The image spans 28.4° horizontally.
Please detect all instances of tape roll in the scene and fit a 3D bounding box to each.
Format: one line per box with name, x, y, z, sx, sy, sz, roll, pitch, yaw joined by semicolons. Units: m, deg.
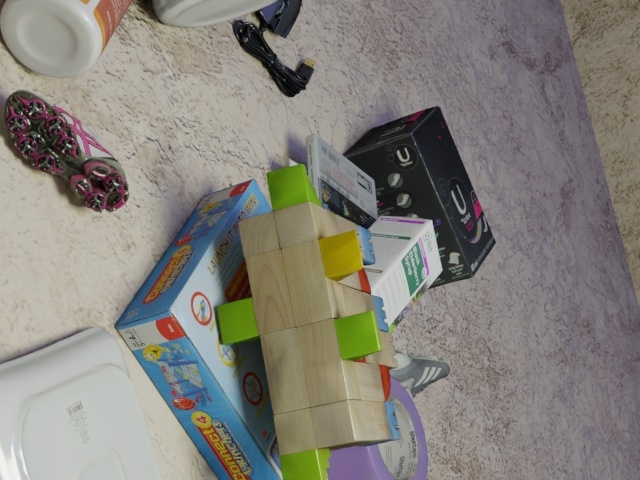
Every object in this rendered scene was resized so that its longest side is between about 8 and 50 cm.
tape roll;0.080;0.300;1.871;0.189;0.080;0.189;37;43;-47

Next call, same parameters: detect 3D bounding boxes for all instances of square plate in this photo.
square plate;-0.236;0.274;1.290;0.347;0.049;0.344;-20;95;-73

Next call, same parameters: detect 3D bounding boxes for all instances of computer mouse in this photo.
computer mouse;-0.046;-0.357;2.024;0.184;0.060;0.262;49;37;-36

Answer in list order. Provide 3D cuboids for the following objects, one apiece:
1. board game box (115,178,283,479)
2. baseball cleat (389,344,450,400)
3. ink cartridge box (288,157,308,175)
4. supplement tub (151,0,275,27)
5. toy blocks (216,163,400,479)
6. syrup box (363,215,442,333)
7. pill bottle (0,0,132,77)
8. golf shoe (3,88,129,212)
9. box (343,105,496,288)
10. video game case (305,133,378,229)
board game box;-0.097;0.128;1.644;0.302;0.086;0.308;60;31;-22
baseball cleat;0.143;0.230;2.052;0.206;0.072;0.109;17;74;-52
ink cartridge box;0.000;0.000;1.926;0.208;0.045;0.206;26;53;-56
supplement tub;-0.171;-0.465;1.722;0.193;0.193;0.316;-11;84;-62
toy blocks;0.014;0.120;1.602;0.261;0.191;0.381;23;54;-69
syrup box;0.085;0.061;1.881;0.237;0.096;0.093;-45;131;-44
pill bottle;-0.286;-0.298;1.503;0.121;0.121;0.216;55;33;-30
golf shoe;-0.297;-0.110;1.456;0.186;0.067;0.086;48;10;-37
box;0.172;-0.068;2.166;0.270;0.143;0.165;65;29;-13
video game case;0.037;-0.051;1.955;0.190;0.022;0.173;34;45;-52
